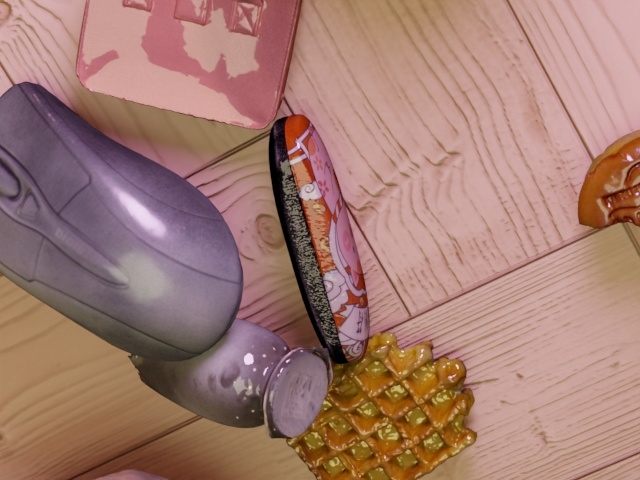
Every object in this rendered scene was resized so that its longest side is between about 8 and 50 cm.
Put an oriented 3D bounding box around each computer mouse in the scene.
[{"bbox_3d":[-0.246,-0.018,1.594,0.371,0.122,0.188,36,102,20],"label":"computer mouse"}]

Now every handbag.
[{"bbox_3d":[-0.132,-0.208,1.582,0.212,0.059,0.157,13,113,2],"label":"handbag"}]

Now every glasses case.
[{"bbox_3d":[0.000,0.000,1.615,0.067,0.103,0.267,-13,109,11],"label":"glasses case"}]

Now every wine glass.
[{"bbox_3d":[-0.096,0.136,1.640,0.204,0.111,0.111,15,115,33],"label":"wine glass"}]

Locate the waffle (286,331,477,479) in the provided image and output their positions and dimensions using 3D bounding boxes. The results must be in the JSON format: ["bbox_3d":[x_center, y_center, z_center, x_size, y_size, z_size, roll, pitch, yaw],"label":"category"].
[{"bbox_3d":[0.069,0.186,1.699,0.211,0.055,0.160,-35,103,19],"label":"waffle"}]

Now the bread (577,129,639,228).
[{"bbox_3d":[0.340,-0.052,1.552,0.156,0.086,0.125,23,111,-1],"label":"bread"}]

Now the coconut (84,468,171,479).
[{"bbox_3d":[-0.217,0.465,1.696,0.415,0.344,0.415,33,135,40],"label":"coconut"}]
